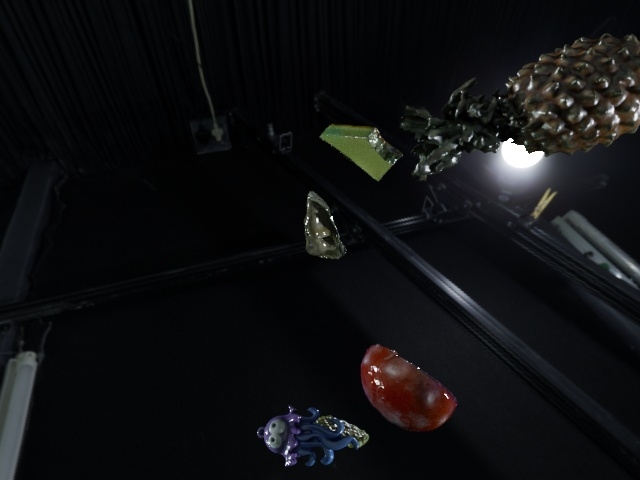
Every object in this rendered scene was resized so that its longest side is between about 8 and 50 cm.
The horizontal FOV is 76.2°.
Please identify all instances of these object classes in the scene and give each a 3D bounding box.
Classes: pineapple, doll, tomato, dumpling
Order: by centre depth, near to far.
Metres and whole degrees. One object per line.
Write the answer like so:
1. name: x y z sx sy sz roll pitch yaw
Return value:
1. pineapple: 0.304 -0.185 0.618 0.362 0.175 0.174 -21 -134 1
2. doll: -0.027 0.385 0.804 0.206 0.067 0.109 -2 -116 11
3. dumpling: -0.005 0.000 1.241 0.086 0.332 0.166 -32 -114 -16
4. tomato: 0.244 0.477 1.298 0.335 0.289 0.176 30 -110 32

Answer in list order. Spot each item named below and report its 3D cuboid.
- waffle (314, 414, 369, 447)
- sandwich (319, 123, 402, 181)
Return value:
1. waffle: 0.063 0.589 1.264 0.170 0.183 0.036 14 -97 21
2. sandwich: 0.123 -0.300 1.246 0.245 0.212 0.063 36 -100 -1
